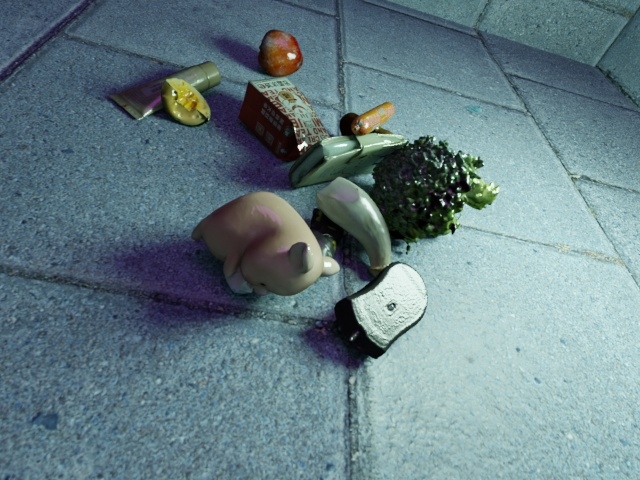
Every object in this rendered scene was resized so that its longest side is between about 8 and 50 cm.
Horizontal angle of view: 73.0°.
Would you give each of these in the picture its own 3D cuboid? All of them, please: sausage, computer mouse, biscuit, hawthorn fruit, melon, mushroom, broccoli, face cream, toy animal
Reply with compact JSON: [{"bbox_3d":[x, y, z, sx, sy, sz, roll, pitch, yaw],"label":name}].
[{"bbox_3d":[0.156,-0.349,1.228,0.053,0.053,0.348,30,33,9],"label":"sausage"},{"bbox_3d":[0.135,0.156,0.967,0.264,0.088,0.147,-29,81,-39],"label":"computer mouse"},{"bbox_3d":[0.153,-0.333,1.397,0.236,0.180,0.039,35,64,31],"label":"biscuit"},{"bbox_3d":[-0.150,-0.706,1.644,0.173,0.173,0.172,11,45,-11],"label":"hawthorn fruit"},{"bbox_3d":[-0.410,-0.417,1.315,0.160,0.079,0.128,40,33,-23],"label":"melon"},{"bbox_3d":[0.106,-0.036,1.077,0.118,0.103,0.270,-39,92,-10],"label":"mushroom"},{"bbox_3d":[0.281,-0.112,1.190,0.281,0.293,0.348,44,1,-32],"label":"broccoli"},{"bbox_3d":[-0.471,-0.479,1.366,0.137,0.084,0.341,40,54,16],"label":"face cream"},{"bbox_3d":[-0.124,0.017,0.921,0.256,0.213,0.195,50,8,17],"label":"toy animal"}]

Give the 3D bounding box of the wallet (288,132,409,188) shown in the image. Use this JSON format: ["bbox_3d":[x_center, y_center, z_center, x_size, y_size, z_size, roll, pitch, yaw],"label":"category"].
[{"bbox_3d":[0.083,-0.233,1.240,0.310,0.223,0.077,-16,79,-32],"label":"wallet"}]

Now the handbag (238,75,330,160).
[{"bbox_3d":[-0.096,-0.369,1.346,0.298,0.151,0.171,45,44,18],"label":"handbag"}]

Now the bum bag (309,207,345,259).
[{"bbox_3d":[0.000,0.000,1.085,0.107,0.060,0.232,33,45,-6],"label":"bum bag"}]
